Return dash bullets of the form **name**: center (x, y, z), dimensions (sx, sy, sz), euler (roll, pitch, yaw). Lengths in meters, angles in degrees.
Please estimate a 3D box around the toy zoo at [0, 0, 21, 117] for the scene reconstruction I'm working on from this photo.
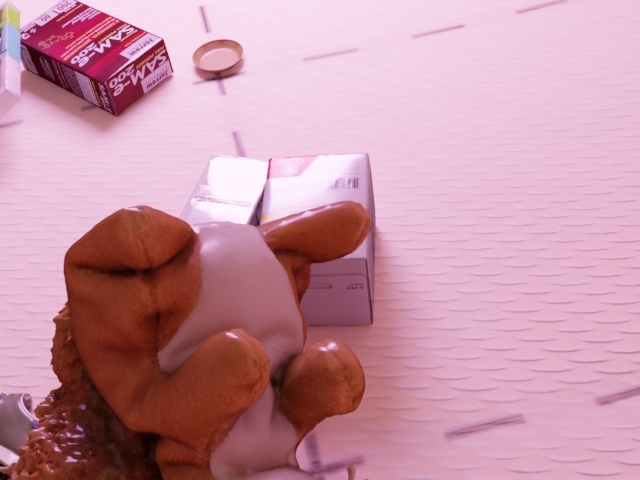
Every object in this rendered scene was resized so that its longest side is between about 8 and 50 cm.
- **toy zoo**: center (-0.541, -0.232, 1.458), dimensions (0.192, 0.030, 0.293), euler (-31, 45, 16)

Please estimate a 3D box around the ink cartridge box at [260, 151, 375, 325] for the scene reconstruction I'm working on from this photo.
- **ink cartridge box**: center (0.000, 0.000, 1.144), dimensions (0.128, 0.127, 0.176), euler (-2, 47, 7)

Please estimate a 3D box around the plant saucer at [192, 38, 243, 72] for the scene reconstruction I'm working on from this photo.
- **plant saucer**: center (-0.164, -0.293, 1.517), dimensions (0.084, 0.015, 0.083), euler (-4, 47, 5)

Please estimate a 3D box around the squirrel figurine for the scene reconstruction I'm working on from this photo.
- **squirrel figurine**: center (-0.122, 0.189, 0.915), dimensions (0.397, 0.281, 0.370), euler (-25, 74, 39)

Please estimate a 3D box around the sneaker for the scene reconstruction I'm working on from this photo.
- **sneaker**: center (-0.364, 0.203, 1.066), dimensions (0.192, 0.064, 0.086), euler (26, 49, 28)

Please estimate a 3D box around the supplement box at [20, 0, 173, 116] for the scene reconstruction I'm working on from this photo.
- **supplement box**: center (-0.367, -0.299, 1.516), dimensions (0.239, 0.073, 0.130), euler (28, 58, 29)

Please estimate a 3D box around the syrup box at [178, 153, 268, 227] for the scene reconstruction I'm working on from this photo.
- **syrup box**: center (-0.127, 0.009, 1.180), dimensions (0.096, 0.093, 0.236), euler (9, 50, 16)
